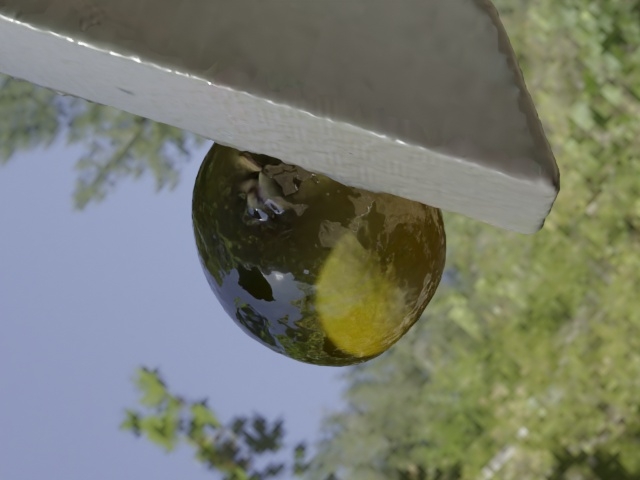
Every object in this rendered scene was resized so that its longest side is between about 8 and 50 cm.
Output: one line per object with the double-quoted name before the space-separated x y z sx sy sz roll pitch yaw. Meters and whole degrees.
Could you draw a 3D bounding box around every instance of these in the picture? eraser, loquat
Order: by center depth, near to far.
"eraser" -0.060 -0.096 0.758 0.353 0.077 0.111 18 170 4
"loquat" 0.000 0.000 1.041 0.152 0.152 0.195 54 178 31
